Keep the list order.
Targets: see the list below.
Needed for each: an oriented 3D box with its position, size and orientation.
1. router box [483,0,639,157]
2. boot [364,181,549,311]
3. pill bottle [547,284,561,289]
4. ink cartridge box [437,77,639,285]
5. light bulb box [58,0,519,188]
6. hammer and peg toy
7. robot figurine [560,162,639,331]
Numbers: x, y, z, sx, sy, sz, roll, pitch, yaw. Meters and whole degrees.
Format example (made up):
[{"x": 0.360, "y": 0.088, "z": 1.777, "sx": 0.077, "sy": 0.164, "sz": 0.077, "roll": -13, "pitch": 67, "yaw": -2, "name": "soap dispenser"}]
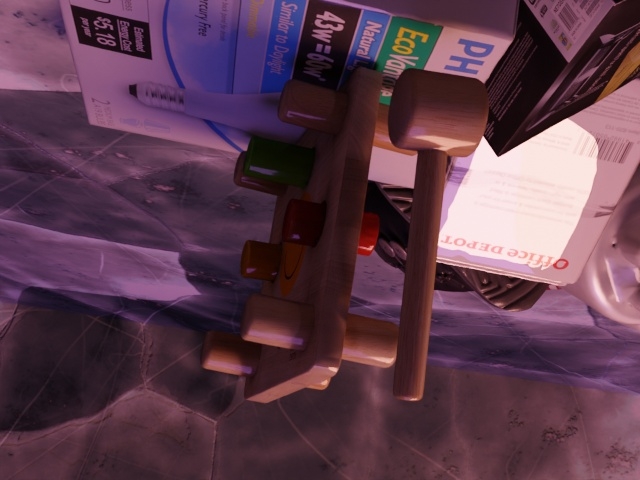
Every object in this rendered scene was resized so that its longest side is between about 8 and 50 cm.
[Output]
[{"x": 0.270, "y": -0.210, "z": 0.879, "sx": 0.243, "sy": 0.081, "sz": 0.309, "roll": -29, "pitch": 169, "yaw": -14, "name": "router box"}, {"x": 0.139, "y": -0.070, "z": 1.502, "sx": 0.146, "sy": 0.367, "sz": 0.445, "roll": -33, "pitch": -172, "yaw": -4, "name": "boot"}, {"x": 0.351, "y": 0.028, "z": 1.747, "sx": 0.221, "sy": 0.121, "sz": 0.121, "roll": -5, "pitch": 159, "yaw": 22, "name": "pill bottle"}, {"x": 0.241, "y": -0.104, "z": 1.165, "sx": 0.207, "sy": 0.117, "sz": 0.283, "roll": 11, "pitch": 126, "yaw": -9, "name": "ink cartridge box"}, {"x": -0.029, "y": -0.234, "z": 0.935, "sx": 0.361, "sy": 0.225, "sz": 0.358, "roll": 11, "pitch": 163, "yaw": -3, "name": "light bulb box"}, {"x": 0.000, "y": 0.000, "z": 0.838, "sx": 0.127, "sy": 0.265, "sz": 0.361, "roll": 13, "pitch": 164, "yaw": -13, "name": "hammer and peg toy"}, {"x": 0.390, "y": -0.013, "z": 1.376, "sx": 0.200, "sy": 0.299, "sz": 0.353, "roll": -20, "pitch": -158, "yaw": -11, "name": "robot figurine"}]
